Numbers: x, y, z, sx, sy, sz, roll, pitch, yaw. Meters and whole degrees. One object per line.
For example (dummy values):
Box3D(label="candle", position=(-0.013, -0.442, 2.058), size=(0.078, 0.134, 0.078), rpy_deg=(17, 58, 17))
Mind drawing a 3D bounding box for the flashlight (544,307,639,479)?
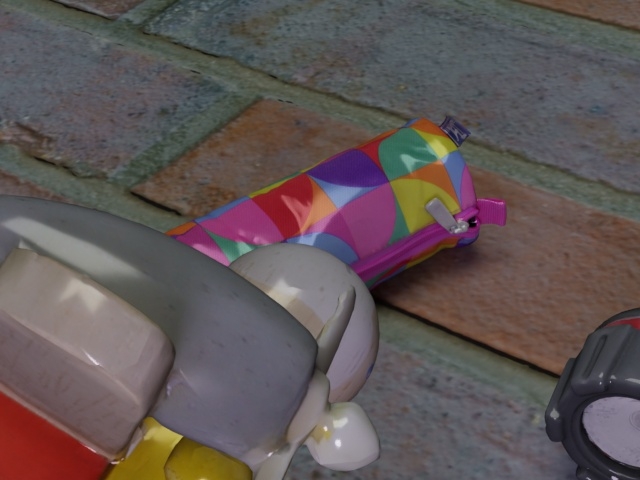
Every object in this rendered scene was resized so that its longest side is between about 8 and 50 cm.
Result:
Box3D(label="flashlight", position=(0.231, 0.023, 0.952), size=(0.103, 0.103, 0.304), rpy_deg=(7, 41, 27))

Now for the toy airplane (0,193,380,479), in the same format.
Box3D(label="toy airplane", position=(-0.104, 0.077, 0.727), size=(0.272, 0.384, 0.386), rpy_deg=(-36, 40, -15))

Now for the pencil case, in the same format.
Box3D(label="pencil case", position=(0.000, 0.000, 1.046), size=(0.236, 0.104, 0.104), rpy_deg=(-26, 39, -18))
